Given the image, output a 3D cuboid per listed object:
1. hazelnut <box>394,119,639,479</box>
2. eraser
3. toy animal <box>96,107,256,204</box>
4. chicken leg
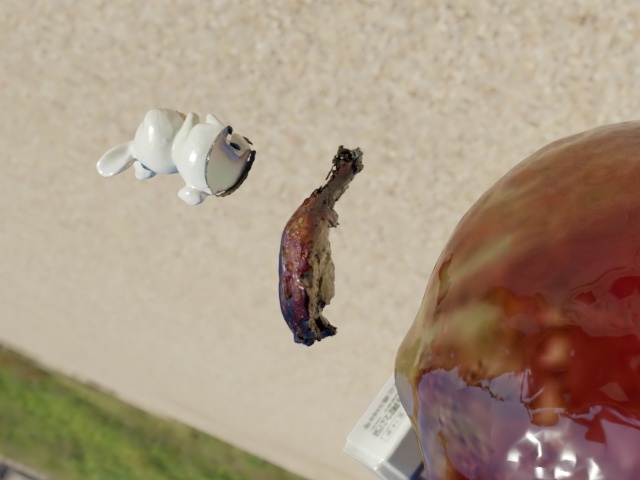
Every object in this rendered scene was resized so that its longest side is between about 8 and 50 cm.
[{"bbox_3d":[0.261,0.101,1.222,0.421,0.420,0.352,24,154,2],"label":"hazelnut"},{"bbox_3d":[0.156,0.150,1.805,0.124,0.279,0.081,41,171,-33],"label":"eraser"},{"bbox_3d":[-0.125,-0.080,1.492,0.124,0.085,0.071,22,-171,31],"label":"toy animal"},{"bbox_3d":[0.000,0.000,1.998,0.051,0.253,0.106,3,163,38],"label":"chicken leg"}]
